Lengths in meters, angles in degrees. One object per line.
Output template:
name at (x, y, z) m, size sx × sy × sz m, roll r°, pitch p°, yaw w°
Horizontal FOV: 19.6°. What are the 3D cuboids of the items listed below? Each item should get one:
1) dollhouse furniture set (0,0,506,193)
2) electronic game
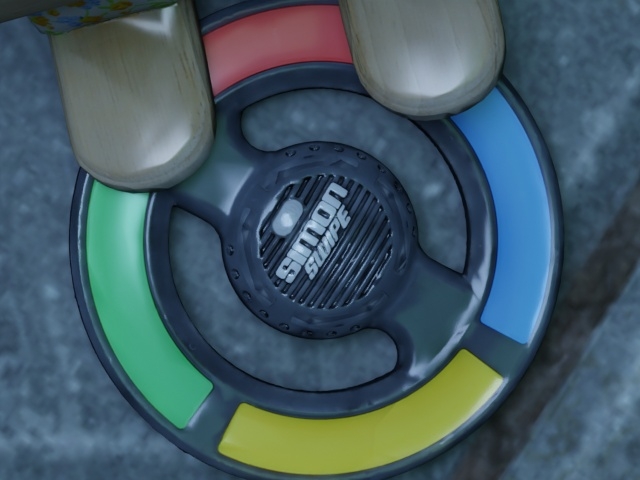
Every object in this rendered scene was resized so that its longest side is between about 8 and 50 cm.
dollhouse furniture set at (-0.128, -0.068, 0.644) m, size 0.394 × 0.362 × 0.256 m, roll -14°, pitch 76°, yaw 7°
electronic game at (0.000, 0.000, 0.847) m, size 0.229 × 0.048 × 0.229 m, roll 0°, pitch 93°, yaw -8°
